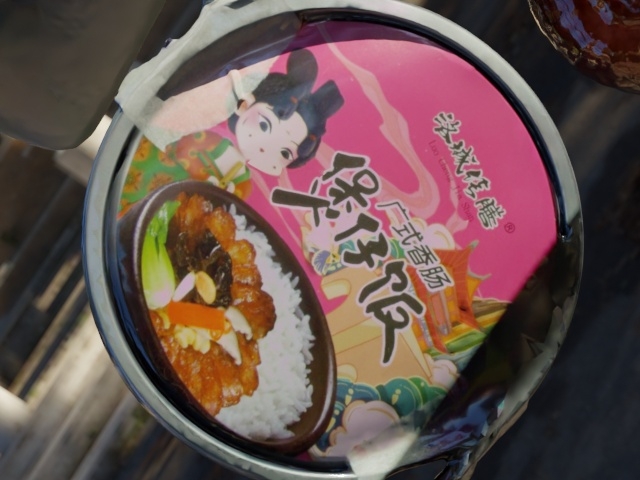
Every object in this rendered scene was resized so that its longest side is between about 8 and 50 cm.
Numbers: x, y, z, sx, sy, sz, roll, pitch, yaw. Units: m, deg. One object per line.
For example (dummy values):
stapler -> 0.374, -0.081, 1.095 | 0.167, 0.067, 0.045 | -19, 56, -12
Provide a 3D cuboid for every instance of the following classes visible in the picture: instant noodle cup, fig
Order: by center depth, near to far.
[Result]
instant noodle cup -> 0.000, 0.000, 0.823 | 0.181, 0.258, 0.302 | -178, 87, -84
fig -> 0.240, -0.208, 1.036 | 0.205, 0.205, 0.205 | -54, 10, 13

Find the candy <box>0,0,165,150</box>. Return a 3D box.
candy -> -0.136, -0.112, 0.520 | 0.138, 0.174, 0.071 | -58, 30, 22
